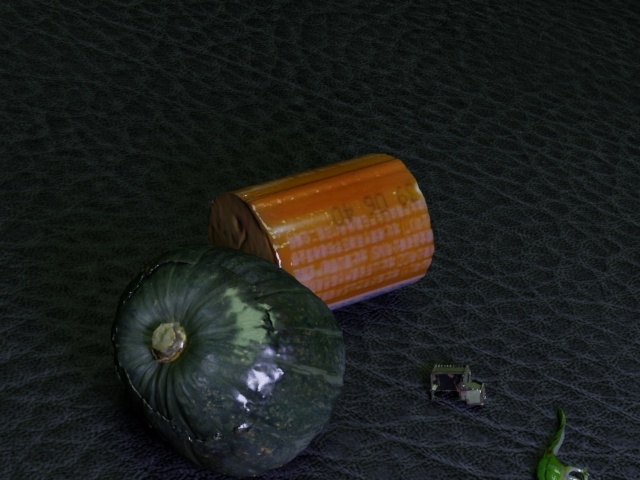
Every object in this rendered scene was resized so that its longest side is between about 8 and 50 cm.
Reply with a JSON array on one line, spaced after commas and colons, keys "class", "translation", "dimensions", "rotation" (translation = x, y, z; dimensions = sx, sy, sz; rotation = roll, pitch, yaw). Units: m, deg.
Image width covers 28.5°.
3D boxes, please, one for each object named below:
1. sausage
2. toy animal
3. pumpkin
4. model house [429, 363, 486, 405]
[{"class": "sausage", "translation": [0.000, 0.000, 1.990], "dimensions": [0.287, 0.233, 0.233], "rotation": [-17, 48, -27]}, {"class": "toy animal", "translation": [0.358, 0.323, 1.842], "dimensions": [0.075, 0.041, 0.217], "rotation": [20, 36, 13]}, {"class": "pumpkin", "translation": [-0.137, 0.159, 1.742], "dimensions": [0.327, 0.292, 0.257], "rotation": [24, -1, 32]}, {"class": "model house", "translation": [0.210, 0.218, 1.924], "dimensions": [0.083, 0.057, 0.058], "rotation": [-2, 11, 13]}]
